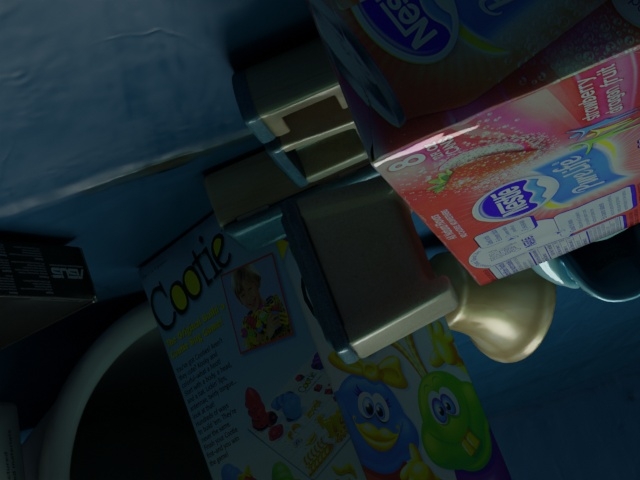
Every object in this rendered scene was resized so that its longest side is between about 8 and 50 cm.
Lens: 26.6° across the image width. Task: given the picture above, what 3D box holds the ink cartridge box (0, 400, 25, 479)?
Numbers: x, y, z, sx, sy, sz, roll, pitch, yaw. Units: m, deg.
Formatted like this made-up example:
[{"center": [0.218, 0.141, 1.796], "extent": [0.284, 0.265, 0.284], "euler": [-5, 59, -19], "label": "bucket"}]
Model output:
[{"center": [-0.372, 0.184, 0.896], "extent": [0.226, 0.131, 0.306], "euler": [-12, 171, 22], "label": "ink cartridge box"}]

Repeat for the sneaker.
[{"center": [0.182, -0.015, 0.982], "extent": [0.135, 0.150, 0.366], "euler": [-23, 165, 12], "label": "sneaker"}]

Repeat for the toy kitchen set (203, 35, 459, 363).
[{"center": [0.000, 0.000, 0.758], "extent": [0.122, 0.166, 0.207], "euler": [-23, 165, 6], "label": "toy kitchen set"}]

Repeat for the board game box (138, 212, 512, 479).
[{"center": [0.008, 0.110, 0.941], "extent": [0.142, 0.275, 0.144], "euler": [-5, 158, -47], "label": "board game box"}]

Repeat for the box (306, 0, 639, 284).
[{"center": [0.096, -0.089, 0.624], "extent": [0.154, 0.142, 0.300], "euler": [-24, 164, 10], "label": "box"}]

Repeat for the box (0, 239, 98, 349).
[{"center": [-0.264, 0.052, 0.819], "extent": [0.184, 0.045, 0.191], "euler": [-24, 165, 24], "label": "box"}]

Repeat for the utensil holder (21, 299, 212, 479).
[{"center": [-0.115, 0.247, 1.175], "extent": [0.328, 0.327, 0.385], "euler": [-13, 165, -27], "label": "utensil holder"}]

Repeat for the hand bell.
[{"center": [0.072, 0.039, 1.171], "extent": [0.242, 0.126, 0.126], "euler": [6, 152, -33], "label": "hand bell"}]
